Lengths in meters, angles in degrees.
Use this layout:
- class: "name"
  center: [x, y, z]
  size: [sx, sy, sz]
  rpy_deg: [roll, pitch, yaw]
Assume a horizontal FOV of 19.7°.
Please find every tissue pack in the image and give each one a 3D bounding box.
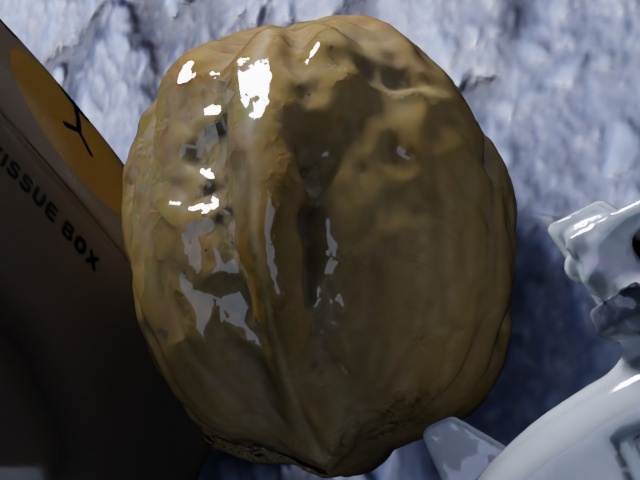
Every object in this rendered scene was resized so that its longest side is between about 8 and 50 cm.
- class: "tissue pack"
  center: [-0.238, 0.020, 0.996]
  size: [0.267, 0.387, 0.277]
  rpy_deg: [-26, 28, 26]

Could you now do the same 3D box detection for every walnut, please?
- class: "walnut"
  center: [0.000, 0.000, 0.906]
  size: [0.198, 0.198, 0.245]
  rpy_deg: [-27, 55, 39]

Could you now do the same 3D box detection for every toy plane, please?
- class: "toy plane"
  center: [0.152, 0.099, 0.778]
  size: [0.252, 0.118, 0.252]
  rpy_deg: [0, 90, 35]
